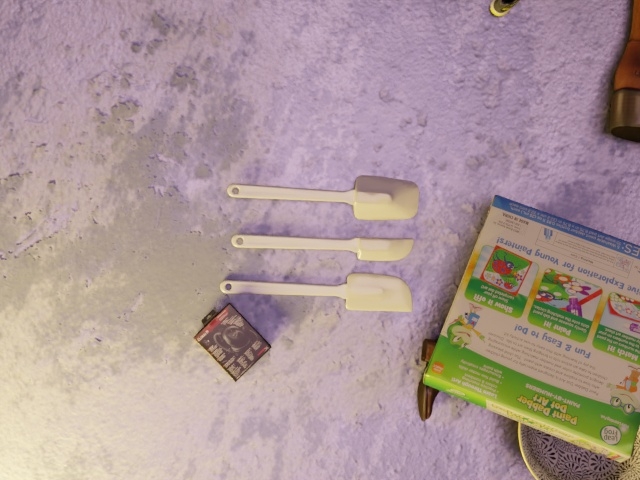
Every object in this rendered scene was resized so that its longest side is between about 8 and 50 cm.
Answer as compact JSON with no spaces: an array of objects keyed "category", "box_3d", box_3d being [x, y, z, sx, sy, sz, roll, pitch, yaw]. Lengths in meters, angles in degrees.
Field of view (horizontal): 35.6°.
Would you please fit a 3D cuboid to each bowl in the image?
[{"category":"bowl","box_3d":[0.319,0.233,1.224,0.170,0.080,0.170,0,82,-1]}]

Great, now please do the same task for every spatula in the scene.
[{"category":"spatula","box_3d":[0.000,0.000,1.240,0.241,0.019,0.168,3,94,-4]}]

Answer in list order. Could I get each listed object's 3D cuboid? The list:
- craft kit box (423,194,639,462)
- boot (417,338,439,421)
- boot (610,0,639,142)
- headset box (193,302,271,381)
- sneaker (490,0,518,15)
[{"category":"craft kit box","box_3d":[0.281,0.100,1.185,0.249,0.061,0.247,21,70,11]},{"category":"boot","box_3d":[0.181,0.177,1.243,0.114,0.037,0.107,6,91,-9]},{"category":"boot","box_3d":[0.507,-0.245,1.265,0.264,0.096,0.281,12,81,3]},{"category":"headset box","box_3d":[-0.110,0.121,1.220,0.062,0.032,0.083,-45,92,-4]},{"category":"sneaker","box_3d":[0.250,-0.316,1.254,0.031,0.035,0.083,41,86,-4]}]
